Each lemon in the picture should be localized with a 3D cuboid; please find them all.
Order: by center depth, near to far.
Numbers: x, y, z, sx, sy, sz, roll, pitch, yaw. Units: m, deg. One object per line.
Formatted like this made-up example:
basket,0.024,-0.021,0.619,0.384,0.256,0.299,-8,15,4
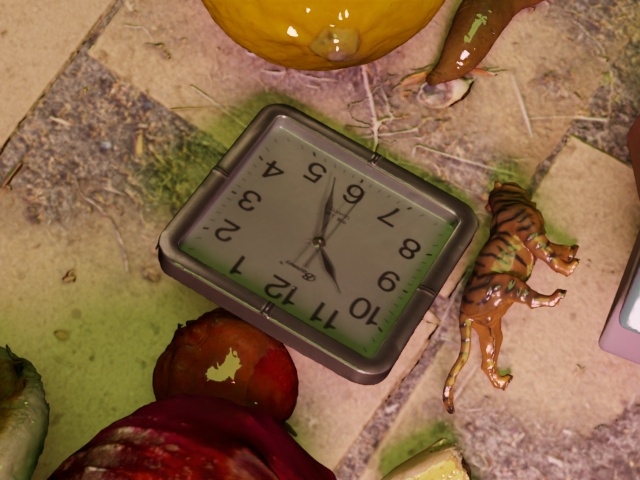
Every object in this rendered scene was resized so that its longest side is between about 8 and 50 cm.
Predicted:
lemon,-0.002,-0.341,1.844,0.336,0.336,0.336,0,76,-1

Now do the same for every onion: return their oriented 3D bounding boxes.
onion,-0.191,0.334,1.669,0.420,0.398,0.398,10,75,25

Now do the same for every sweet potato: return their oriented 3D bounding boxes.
sweet potato,0.208,-0.266,1.957,0.249,0.059,0.069,-40,100,-13

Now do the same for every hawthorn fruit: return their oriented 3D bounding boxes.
hawthorn fruit,-0.088,0.151,1.811,0.148,0.148,0.172,-44,103,-10

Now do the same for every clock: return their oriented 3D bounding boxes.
clock,0.000,0.000,1.846,0.273,0.049,0.279,30,51,7

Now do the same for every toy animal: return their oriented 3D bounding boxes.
toy animal,0.185,0.061,1.843,0.116,0.114,0.255,28,76,3

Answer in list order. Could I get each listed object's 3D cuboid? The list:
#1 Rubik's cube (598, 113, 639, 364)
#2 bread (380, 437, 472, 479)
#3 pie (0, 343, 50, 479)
Rubik's cube,0.462,-0.007,1.733,0.358,0.368,0.387,20,77,5
bread,0.121,0.276,1.810,0.106,0.082,0.125,-26,88,4
pie,-0.385,0.223,1.738,0.302,0.302,0.067,-46,120,-11
